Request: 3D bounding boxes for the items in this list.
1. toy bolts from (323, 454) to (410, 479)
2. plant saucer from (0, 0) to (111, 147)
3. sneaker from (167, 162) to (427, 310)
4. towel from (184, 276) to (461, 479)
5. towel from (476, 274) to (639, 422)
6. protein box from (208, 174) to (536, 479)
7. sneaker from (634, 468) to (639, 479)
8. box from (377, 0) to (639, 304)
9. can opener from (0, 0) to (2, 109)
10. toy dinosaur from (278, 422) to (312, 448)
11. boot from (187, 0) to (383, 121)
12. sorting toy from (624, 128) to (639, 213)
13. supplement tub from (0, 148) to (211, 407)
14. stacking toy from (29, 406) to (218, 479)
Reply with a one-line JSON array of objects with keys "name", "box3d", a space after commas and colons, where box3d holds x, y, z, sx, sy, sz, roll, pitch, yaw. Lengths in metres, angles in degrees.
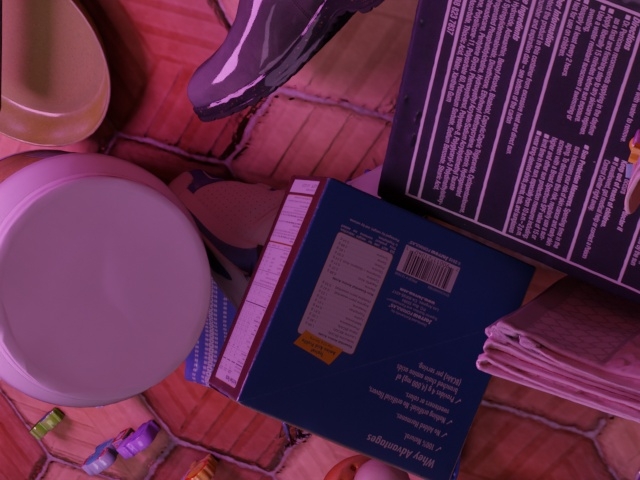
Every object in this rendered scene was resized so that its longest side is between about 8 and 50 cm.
[{"name": "toy bolts", "box3d": [0.104, 0.340, 2.040, 0.229, 0.218, 0.158, 12, 151, -16]}, {"name": "plant saucer", "box3d": [-0.306, -0.202, 1.960, 0.241, 0.037, 0.241, 18, 135, 19]}, {"name": "sneaker", "box3d": [0.001, 0.000, 1.881, 0.315, 0.182, 0.127, 34, 155, 51]}, {"name": "towel", "box3d": [0.001, 0.118, 2.051, 0.336, 0.040, 0.243, 20, 136, 18]}, {"name": "towel", "box3d": [0.330, 0.093, 1.611, 0.317, 0.332, 0.053, 18, 109, 22]}, {"name": "protein box", "box3d": [0.041, 0.074, 1.661, 0.200, 0.201, 0.136, 23, 177, -13]}, {"name": "sneaker", "box3d": [0.346, 0.246, 1.915, 0.068, 0.071, 0.170, 31, 139, 5]}, {"name": "box", "box3d": [0.231, -0.130, 1.555, 0.294, 0.182, 0.296, 24, 137, 13]}, {"name": "can opener", "box3d": [-0.349, -0.233, 1.893, 0.093, 0.074, 0.280, 52, 149, 38]}, {"name": "toy dinosaur", "box3d": [-0.037, 0.179, 2.082, 0.090, 0.047, 0.082, -5, 104, 50]}, {"name": "boot", "box3d": [-0.053, -0.265, 1.692, 0.222, 0.118, 0.338, 47, 127, -8]}, {"name": "sorting toy", "box3d": [0.243, -0.057, 1.426, 0.045, 0.075, 0.083, 28, 137, 7]}, {"name": "supplement tub", "box3d": [-0.244, 0.033, 1.893, 0.241, 0.241, 0.331, 49, 169, -15]}, {"name": "stacking toy", "box3d": [-0.241, 0.252, 2.328, 0.167, 0.052, 0.221, 46, 138, -12]}]
